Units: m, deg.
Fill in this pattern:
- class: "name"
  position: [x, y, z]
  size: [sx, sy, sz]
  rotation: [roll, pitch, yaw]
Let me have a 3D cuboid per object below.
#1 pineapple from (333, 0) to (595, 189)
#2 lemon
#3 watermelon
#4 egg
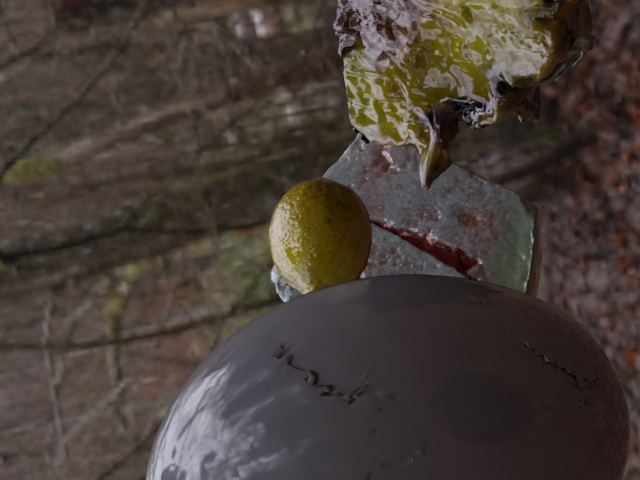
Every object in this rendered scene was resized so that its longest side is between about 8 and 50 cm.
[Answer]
- class: "pineapple"
  position: [0.099, -0.177, 0.713]
  size: [0.158, 0.161, 0.334]
  rotation: [-55, -31, -45]
- class: "lemon"
  position: [0.000, 0.000, 0.755]
  size: [0.062, 0.062, 0.083]
  rotation: [91, 178, -66]
- class: "watermelon"
  position: [0.061, 0.044, 1.032]
  size: [0.213, 0.201, 0.261]
  rotation: [-58, 0, -4]
- class: "egg"
  position: [0.028, 0.086, 0.504]
  size: [0.146, 0.199, 0.146]
  rotation: [160, 90, -76]
